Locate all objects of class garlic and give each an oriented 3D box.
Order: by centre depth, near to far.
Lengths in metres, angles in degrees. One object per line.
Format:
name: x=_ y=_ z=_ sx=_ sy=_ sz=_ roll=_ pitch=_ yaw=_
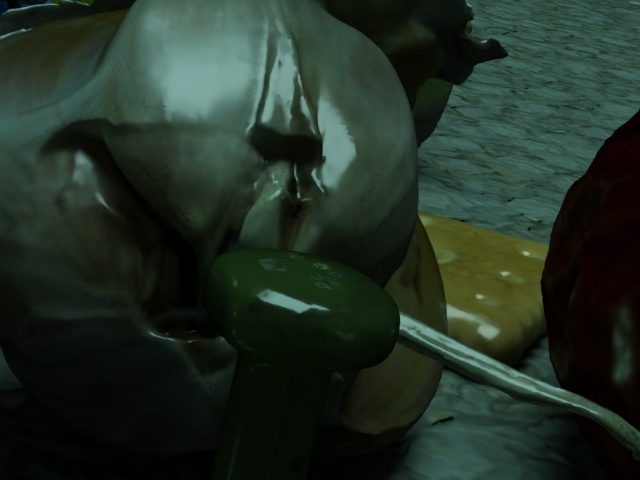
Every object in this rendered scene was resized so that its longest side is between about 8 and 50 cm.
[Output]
garlic: x=0.005 y=-0.022 z=0.439 sx=0.256 sy=0.207 sz=0.207 roll=4 pitch=9 yaw=41

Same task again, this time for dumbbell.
dumbbell: x=-0.016 y=0.061 z=0.343 sx=0.046 sy=0.118 sz=0.052 roll=6 pitch=16 yaw=-26

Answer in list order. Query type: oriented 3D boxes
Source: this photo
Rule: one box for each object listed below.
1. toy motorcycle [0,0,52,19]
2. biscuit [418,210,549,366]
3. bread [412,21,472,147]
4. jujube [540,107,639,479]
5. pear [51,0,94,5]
toy motorcycle: x=-0.162 y=-0.065 z=0.539 sx=0.092 sy=0.135 sz=0.254 roll=-11 pitch=-33 yaw=42
biscuit: x=0.000 y=-0.001 z=0.683 sx=0.249 sy=0.030 sz=0.160 roll=18 pitch=19 yaw=20
bread: x=-0.055 y=-0.174 z=0.972 sx=0.187 sy=0.155 sz=0.338 roll=4 pitch=21 yaw=-29
jujube: x=0.172 y=0.022 z=0.473 sx=0.197 sy=0.197 sz=0.290 roll=9 pitch=5 yaw=-5
pear: x=-0.168 y=-0.161 z=0.779 sx=0.180 sy=0.216 sz=0.166 roll=-33 pitch=35 yaw=-13
